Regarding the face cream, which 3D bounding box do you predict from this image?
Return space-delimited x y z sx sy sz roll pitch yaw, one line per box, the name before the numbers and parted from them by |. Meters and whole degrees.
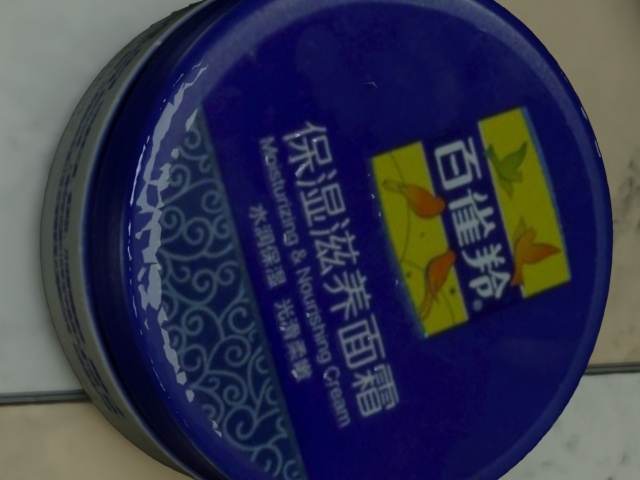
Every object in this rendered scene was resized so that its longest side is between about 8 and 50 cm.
face cream | 0.000 0.000 0.658 0.206 0.111 0.206 -2 94 -27
